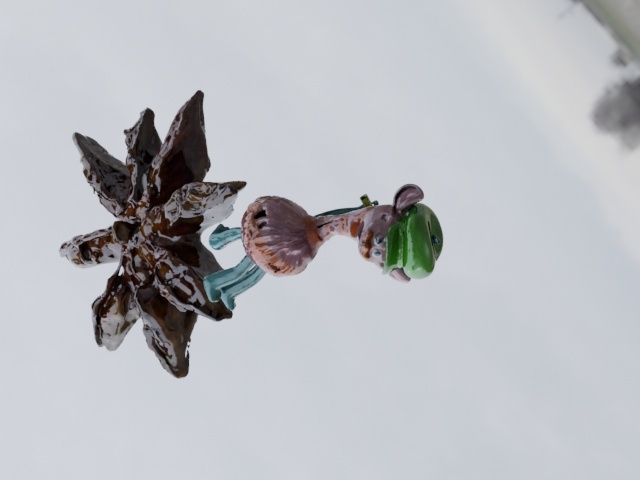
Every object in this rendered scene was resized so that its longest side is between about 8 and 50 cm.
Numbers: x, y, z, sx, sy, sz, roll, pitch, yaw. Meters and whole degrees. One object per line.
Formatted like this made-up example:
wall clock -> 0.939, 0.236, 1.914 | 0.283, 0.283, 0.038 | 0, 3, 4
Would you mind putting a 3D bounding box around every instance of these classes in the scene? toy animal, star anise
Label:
toy animal -> 0.000, 0.000, 1.303 | 0.103, 0.208, 0.100 | -43, -63, -63
star anise -> -0.157, -0.014, 1.459 | 0.088, 0.288, 0.288 | 7, -141, -42
